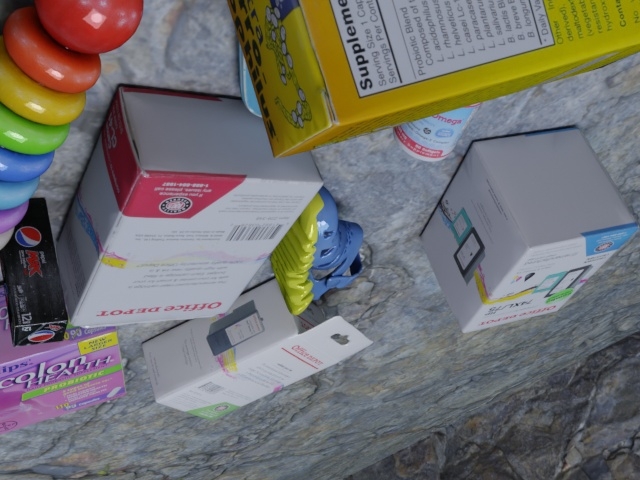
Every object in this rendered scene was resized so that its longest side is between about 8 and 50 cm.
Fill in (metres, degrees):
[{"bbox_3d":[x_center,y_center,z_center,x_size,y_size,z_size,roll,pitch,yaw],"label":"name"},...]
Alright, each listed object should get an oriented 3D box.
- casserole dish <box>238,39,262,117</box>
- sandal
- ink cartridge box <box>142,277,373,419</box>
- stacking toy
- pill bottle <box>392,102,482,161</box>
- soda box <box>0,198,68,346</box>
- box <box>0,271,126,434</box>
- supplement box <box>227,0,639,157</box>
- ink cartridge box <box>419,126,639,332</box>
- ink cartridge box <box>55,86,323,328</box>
[{"bbox_3d":[-0.035,-0.180,0.799,0.114,0.037,0.188,16,149,4],"label":"casserole dish"},{"bbox_3d":[0.000,0.000,1.127,0.138,0.126,0.317,-20,161,-11],"label":"sandal"},{"bbox_3d":[-0.107,0.185,1.363,0.353,0.119,0.207,-26,151,11],"label":"ink cartridge box"},{"bbox_3d":[-0.277,-0.132,0.703,0.330,0.141,0.141,-44,145,24],"label":"stacking toy"},{"bbox_3d":[0.153,-0.177,0.938,0.087,0.087,0.160,-8,149,-23],"label":"pill bottle"},{"bbox_3d":[-0.336,0.035,0.887,0.060,0.169,0.053,-4,149,-29],"label":"soda box"},{"bbox_3d":[-0.406,0.164,1.109,0.214,0.117,0.243,-15,151,-20],"label":"box"},{"bbox_3d":[0.117,-0.215,0.641,0.357,0.194,0.195,-17,-177,-15],"label":"supplement box"},{"bbox_3d":[0.317,-0.012,1.226,0.198,0.197,0.270,-10,151,-19],"label":"ink cartridge box"},{"bbox_3d":[-0.171,-0.028,0.931,0.226,0.131,0.306,-1,147,-35],"label":"ink cartridge box"}]
